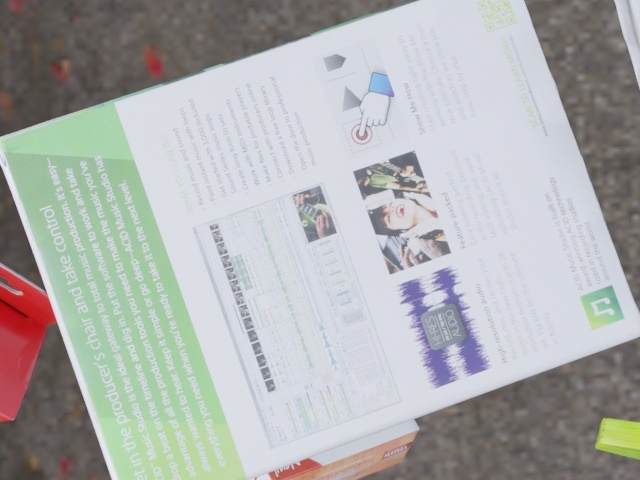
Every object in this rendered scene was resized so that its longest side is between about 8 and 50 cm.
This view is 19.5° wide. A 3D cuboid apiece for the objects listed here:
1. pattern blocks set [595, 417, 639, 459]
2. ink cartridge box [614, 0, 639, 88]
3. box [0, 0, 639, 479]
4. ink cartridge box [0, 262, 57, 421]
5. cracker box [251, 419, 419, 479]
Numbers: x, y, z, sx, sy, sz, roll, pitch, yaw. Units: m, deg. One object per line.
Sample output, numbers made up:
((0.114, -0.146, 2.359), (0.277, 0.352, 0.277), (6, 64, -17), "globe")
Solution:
((0.320, 0.148, 1.197), (0.325, 0.285, 0.026), (96, -174, -81), "pattern blocks set")
((0.346, -0.191, 0.930), (0.285, 0.395, 0.166), (54, -144, -64), "ink cartridge box")
((0.000, 0.000, 1.085), (0.058, 0.322, 0.232), (145, 106, -81), "box")
((-0.287, 0.068, 1.276), (0.231, 0.134, 0.078), (-13, 52, 44), "ink cartridge box")
((-0.035, 0.120, 1.715), (0.232, 0.156, 0.067), (58, 150, 25), "cracker box")
